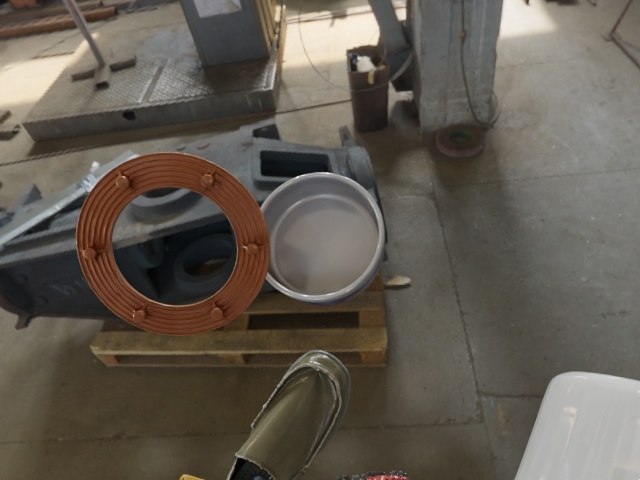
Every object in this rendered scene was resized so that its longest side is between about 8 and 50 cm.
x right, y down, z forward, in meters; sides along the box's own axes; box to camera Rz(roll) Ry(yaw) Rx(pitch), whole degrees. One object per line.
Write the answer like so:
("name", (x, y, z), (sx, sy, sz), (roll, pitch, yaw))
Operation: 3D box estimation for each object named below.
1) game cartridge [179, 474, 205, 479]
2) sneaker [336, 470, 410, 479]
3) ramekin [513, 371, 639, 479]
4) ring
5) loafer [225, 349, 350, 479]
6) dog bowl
("game cartridge", (-0.318, 0.900, 1.420), (0.053, 0.324, 0.285), (-30, 36, 43))
("sneaker", (0.150, 0.702, 1.283), (0.098, 0.276, 0.135), (-27, 58, 39))
("ramekin", (0.297, 0.206, 0.363), (0.277, 0.277, 0.135), (15, 77, 24))
("ring", (-0.256, 0.017, 0.823), (0.337, 0.336, 0.032), (-12, 14, 1))
("loafer", (-0.045, 0.250, 0.567), (0.094, 0.087, 0.251), (28, 96, 9))
("dog bowl", (0.000, 0.000, 0.974), (0.265, 0.104, 0.264), (-2, 75, 8))
